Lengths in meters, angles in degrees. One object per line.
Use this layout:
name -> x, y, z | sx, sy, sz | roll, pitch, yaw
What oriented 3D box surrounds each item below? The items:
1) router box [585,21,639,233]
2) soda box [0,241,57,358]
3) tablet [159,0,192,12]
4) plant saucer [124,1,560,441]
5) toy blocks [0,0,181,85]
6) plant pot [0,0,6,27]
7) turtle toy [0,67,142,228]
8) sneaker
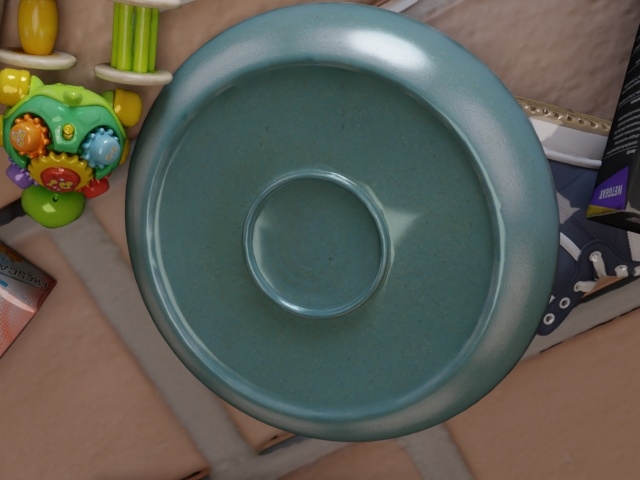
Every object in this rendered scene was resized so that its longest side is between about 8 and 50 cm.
router box -> 0.345, -0.089, 0.497 | 0.308, 0.081, 0.243 | 15, 89, 2
soda box -> -0.283, 0.088, 0.642 | 0.063, 0.058, 0.183 | 38, 104, -14
tablet -> -0.098, -0.191, 0.575 | 0.083, 0.006, 0.054 | -18, 109, 4
plant saucer -> 0.000, 0.000, 0.576 | 0.317, 0.043, 0.318 | 4, 104, 15
toy blocks -> -0.150, -0.184, 0.546 | 0.123, 0.054, 0.148 | 9, 109, 4
plant pot -> -0.382, -0.188, 0.430 | 0.305, 0.334, 0.334 | 10, 109, 7
turtle toy -> -0.178, -0.058, 0.577 | 0.095, 0.066, 0.130 | 7, 149, -19
sneaker -> 0.228, 0.003, 0.603 | 0.282, 0.099, 0.153 | 16, 105, -1
